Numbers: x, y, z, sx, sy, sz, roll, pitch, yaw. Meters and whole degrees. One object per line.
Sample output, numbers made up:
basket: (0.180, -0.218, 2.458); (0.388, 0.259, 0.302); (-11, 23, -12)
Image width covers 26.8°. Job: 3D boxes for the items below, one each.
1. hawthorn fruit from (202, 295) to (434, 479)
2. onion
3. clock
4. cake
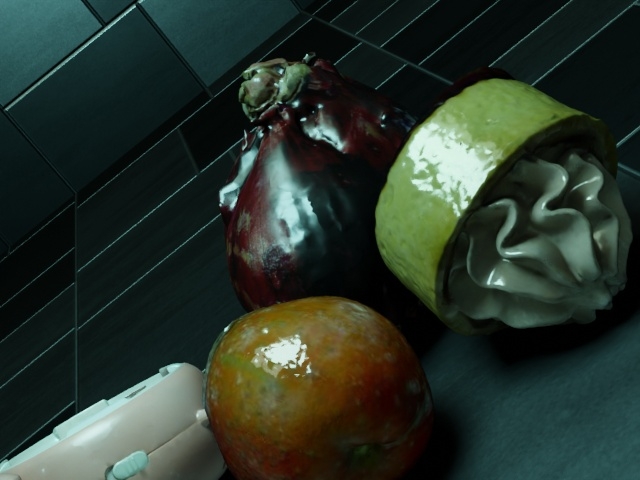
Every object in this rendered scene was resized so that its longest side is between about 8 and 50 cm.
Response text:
hawthorn fruit: (0.003, 0.121, 1.003); (0.173, 0.173, 0.173); (-35, 18, 13)
onion: (0.011, -0.012, 1.203); (0.221, 0.281, 0.281); (-14, 27, 24)
clock: (-0.172, 0.209, 1.193); (0.241, 0.142, 0.227); (-34, 2, -17)
cake: (0.162, -0.016, 1.021); (0.178, 0.185, 0.208); (29, 61, 32)
